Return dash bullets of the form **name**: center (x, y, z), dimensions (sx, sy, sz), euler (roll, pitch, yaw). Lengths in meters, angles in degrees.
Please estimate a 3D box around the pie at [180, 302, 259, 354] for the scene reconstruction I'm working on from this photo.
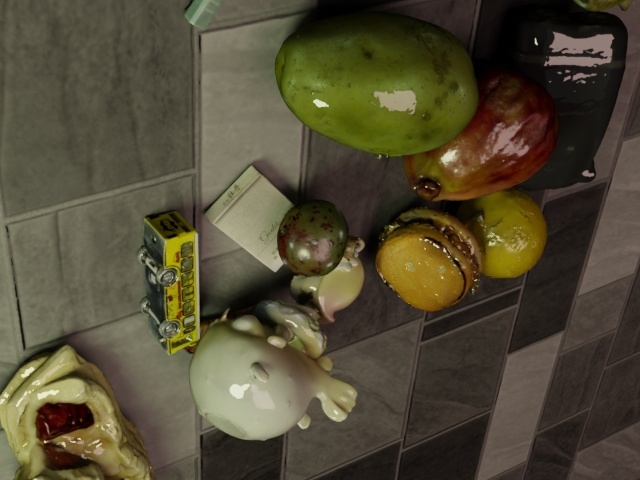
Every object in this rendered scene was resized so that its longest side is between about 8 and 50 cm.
- **pie**: center (-0.166, 0.158, 1.732), dimensions (0.170, 0.034, 0.092), euler (-16, 128, -29)

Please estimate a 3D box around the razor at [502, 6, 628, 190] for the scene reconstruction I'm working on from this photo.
- **razor**: center (0.406, -0.237, 1.769), dimensions (0.204, 0.113, 0.349), euler (1, 129, -1)

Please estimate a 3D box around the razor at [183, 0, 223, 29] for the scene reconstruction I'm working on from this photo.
- **razor**: center (-0.090, -0.394, 1.313), dimensions (0.111, 0.056, 0.278), euler (16, 112, -47)

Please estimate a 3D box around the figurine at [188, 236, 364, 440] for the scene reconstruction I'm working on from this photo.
- **figurine**: center (-0.031, 0.163, 1.688), dimensions (0.394, 0.274, 0.226), euler (-55, -171, -27)

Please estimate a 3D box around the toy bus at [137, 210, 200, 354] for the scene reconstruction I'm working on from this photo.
- **toy bus**: center (-0.233, 0.066, 1.572), dimensions (0.074, 0.081, 0.226), euler (-22, 132, -31)

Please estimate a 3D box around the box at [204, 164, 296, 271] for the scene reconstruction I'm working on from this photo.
- **box**: center (-0.091, -0.032, 1.638), dimensions (0.109, 0.029, 0.198), euler (-46, 141, 2)

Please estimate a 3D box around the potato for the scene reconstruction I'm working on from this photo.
- **potato**: center (0.086, -0.228, 1.469), dimensions (0.304, 0.216, 0.216), euler (13, 116, -21)

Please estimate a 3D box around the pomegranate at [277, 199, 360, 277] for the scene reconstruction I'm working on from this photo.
- **pomegranate**: center (-0.006, -0.001, 1.615), dimensions (0.130, 0.130, 0.130), euler (-22, 135, -24)

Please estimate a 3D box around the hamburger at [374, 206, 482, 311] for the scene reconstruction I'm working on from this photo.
- **hamburger**: center (0.186, 0.029, 1.809), dimensions (0.118, 0.191, 0.182), euler (-51, 124, -46)

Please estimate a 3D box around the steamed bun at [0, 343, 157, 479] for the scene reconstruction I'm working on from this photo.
- **steamed bun**: center (-0.391, 0.375, 1.618), dimensions (0.247, 0.189, 0.428), euler (-29, 137, -14)

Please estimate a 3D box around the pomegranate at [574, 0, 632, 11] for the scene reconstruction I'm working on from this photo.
- **pomegranate**: center (0.456, -0.500, 1.569), dimensions (0.310, 0.216, 0.358), euler (-37, 169, -8)

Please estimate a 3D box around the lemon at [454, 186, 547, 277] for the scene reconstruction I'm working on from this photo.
- **lemon**: center (0.332, -0.014, 1.884), dimensions (0.173, 0.173, 0.206), euler (-37, 141, -8)

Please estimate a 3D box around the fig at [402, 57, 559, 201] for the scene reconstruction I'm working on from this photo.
- **fig**: center (0.251, -0.176, 1.656), dimensions (0.263, 0.224, 0.224), euler (-25, 140, 11)
